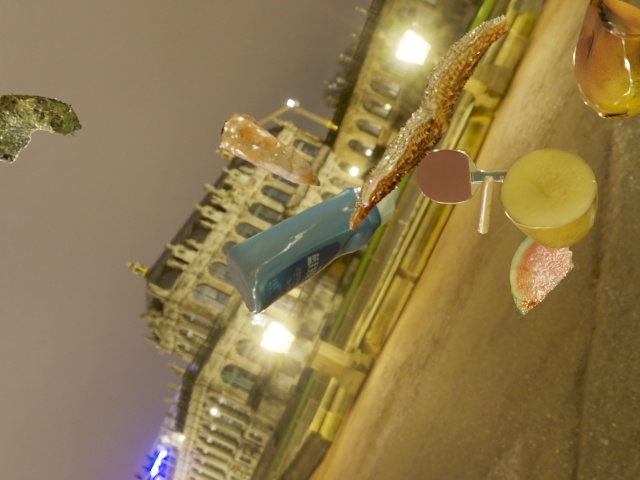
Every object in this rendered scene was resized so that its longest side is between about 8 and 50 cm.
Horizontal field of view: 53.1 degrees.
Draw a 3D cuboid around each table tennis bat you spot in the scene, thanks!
[{"bbox_3d":[0.383,-0.171,1.719,0.021,0.274,0.154,-38,-57,-50],"label":"table tennis bat"}]

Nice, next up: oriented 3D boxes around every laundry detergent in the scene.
[{"bbox_3d":[0.000,0.000,0.991,0.290,0.094,0.143,-29,-26,-16],"label":"laundry detergent"}]

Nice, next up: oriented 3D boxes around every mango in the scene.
[{"bbox_3d":[0.534,-0.314,1.152,0.166,0.136,0.236,96,-177,-46],"label":"mango"}]

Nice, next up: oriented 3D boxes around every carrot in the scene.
[{"bbox_3d":[-0.113,-0.197,1.500,0.102,0.263,0.102,-60,1,3],"label":"carrot"}]

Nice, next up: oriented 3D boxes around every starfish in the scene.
[{"bbox_3d":[0.086,-0.097,0.577,0.240,0.043,0.227,-52,-7,-46],"label":"starfish"}]

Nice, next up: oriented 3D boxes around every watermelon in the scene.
[{"bbox_3d":[0.530,0.081,1.572,0.231,0.128,0.146,-45,-26,-6],"label":"watermelon"}]

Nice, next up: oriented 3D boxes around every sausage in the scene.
[{"bbox_3d":[0.313,-0.068,1.212,0.024,0.024,0.132,-63,-25,-43],"label":"sausage"}]

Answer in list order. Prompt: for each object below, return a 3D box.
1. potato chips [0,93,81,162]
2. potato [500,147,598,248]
[{"bbox_3d":[-0.626,-0.239,1.345,0.220,0.029,0.202,-21,-26,-8],"label":"potato chips"},{"bbox_3d":[0.464,-0.063,1.269,0.178,0.203,0.158,-45,-46,-2],"label":"potato"}]
